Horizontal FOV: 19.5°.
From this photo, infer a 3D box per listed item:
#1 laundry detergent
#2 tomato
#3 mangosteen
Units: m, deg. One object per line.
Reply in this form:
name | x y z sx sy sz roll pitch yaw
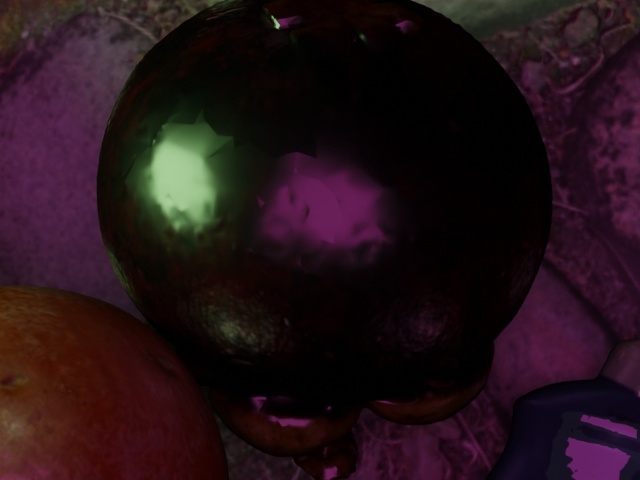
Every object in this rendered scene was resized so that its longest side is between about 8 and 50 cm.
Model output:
laundry detergent | 0.176 0.192 1.327 0.143 0.094 0.290 31 86 9
tomato | -0.180 0.166 1.159 0.265 0.265 0.265 0 87 2
mangosteen | 0.000 0.000 1.249 0.307 0.307 0.347 6 118 2
